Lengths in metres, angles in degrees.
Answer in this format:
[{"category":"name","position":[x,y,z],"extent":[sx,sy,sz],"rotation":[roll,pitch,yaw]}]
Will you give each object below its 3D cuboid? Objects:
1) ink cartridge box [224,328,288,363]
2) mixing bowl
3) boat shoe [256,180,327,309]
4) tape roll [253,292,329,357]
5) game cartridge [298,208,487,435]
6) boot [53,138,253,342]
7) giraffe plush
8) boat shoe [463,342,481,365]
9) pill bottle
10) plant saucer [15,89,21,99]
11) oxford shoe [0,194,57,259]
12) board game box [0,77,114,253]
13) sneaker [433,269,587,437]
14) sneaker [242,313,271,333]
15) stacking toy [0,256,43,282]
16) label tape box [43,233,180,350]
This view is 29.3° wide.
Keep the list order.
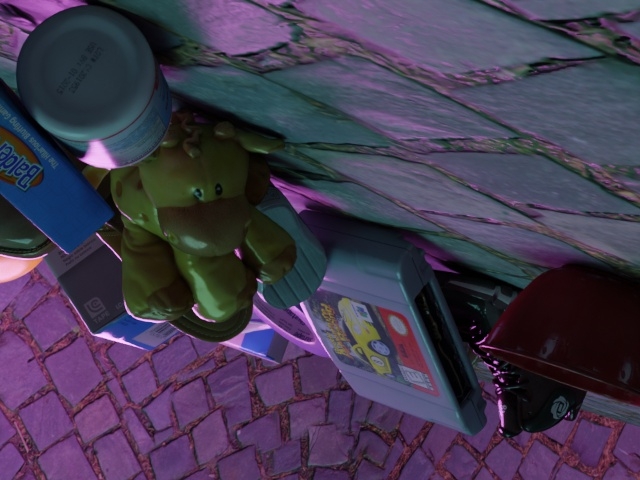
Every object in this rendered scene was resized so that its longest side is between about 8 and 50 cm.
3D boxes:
[{"category":"ink cartridge box","position":[-0.163,0.101,2.200],"extent":[0.233,0.168,0.171],"rotation":[19,173,9]},{"category":"mixing bowl","position":[0.246,0.082,1.110],"extent":[0.181,0.098,0.181],"rotation":[19,175,2]},{"category":"boat shoe","position":[-0.048,-0.009,1.258],"extent":[0.076,0.083,0.226],"rotation":[59,171,28]},{"category":"tape roll","position":[-0.035,0.076,1.721],"extent":[0.189,0.080,0.189],"rotation":[34,163,12]},{"category":"game cartridge","position":[0.068,0.096,1.390],"extent":[0.196,0.060,0.294],"rotation":[19,145,43]},{"category":"boot","position":[-0.199,-0.015,1.344],"extent":[0.283,0.109,0.220],"rotation":[40,178,-19]},{"category":"giraffe plush","position":[-0.104,-0.039,1.036],"extent":[0.210,0.181,0.170],"rotation":[54,159,-3]},{"category":"boat shoe","position":[0.126,0.123,1.760],"extent":[0.116,0.123,0.324],"rotation":[6,-170,-35]},{"category":"pill bottle","position":[-0.147,-0.097,0.834],"extent":[0.087,0.087,0.160],"rotation":[20,174,1]},{"category":"plant saucer","position":[-0.224,-0.119,1.206],"extent":[0.192,0.018,0.067],"rotation":[13,171,40]},{"category":"oxford shoe","position":[-0.430,-0.096,1.355],"extent":[0.348,0.123,0.130],"rotation":[31,165,16]},{"category":"board game box","position":[-0.237,-0.099,0.800],"extent":[0.160,0.047,0.210],"rotation":[46,175,37]},{"category":"sneaker","position":[0.213,0.143,1.433],"extent":[0.281,0.162,0.106],"rotation":[22,173,-22]},{"category":"sneaker","position":[-0.174,0.059,1.927],"extent":[0.282,0.161,0.102],"rotation":[17,175,32]},{"category":"stacking toy","position":[-0.554,-0.042,1.997],"extent":[0.480,0.350,0.350],"rotation":[-3,167,17]},{"category":"label tape box","position":[-0.319,-0.025,1.692],"extent":[0.347,0.115,0.249],"rotation":[57,-178,13]}]
